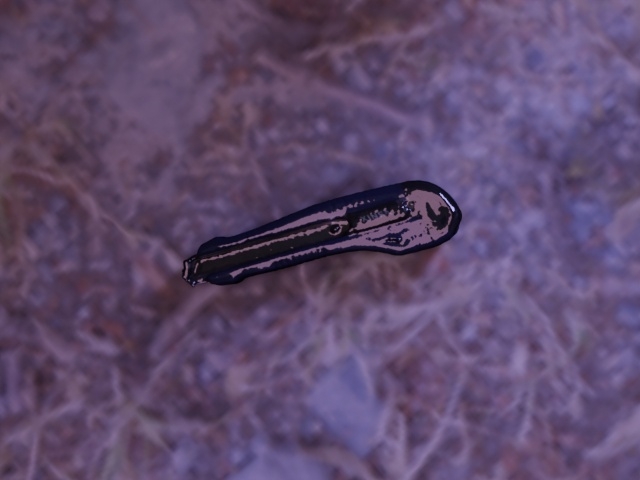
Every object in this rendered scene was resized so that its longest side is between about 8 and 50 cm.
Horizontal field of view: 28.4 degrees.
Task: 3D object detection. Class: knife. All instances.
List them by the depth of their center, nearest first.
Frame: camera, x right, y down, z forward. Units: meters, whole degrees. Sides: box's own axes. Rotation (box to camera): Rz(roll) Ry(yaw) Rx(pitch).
[{"bbox_3d":[0.000,0.000,0.537,0.121,0.018,0.031,-15,89,7],"label":"knife"}]
